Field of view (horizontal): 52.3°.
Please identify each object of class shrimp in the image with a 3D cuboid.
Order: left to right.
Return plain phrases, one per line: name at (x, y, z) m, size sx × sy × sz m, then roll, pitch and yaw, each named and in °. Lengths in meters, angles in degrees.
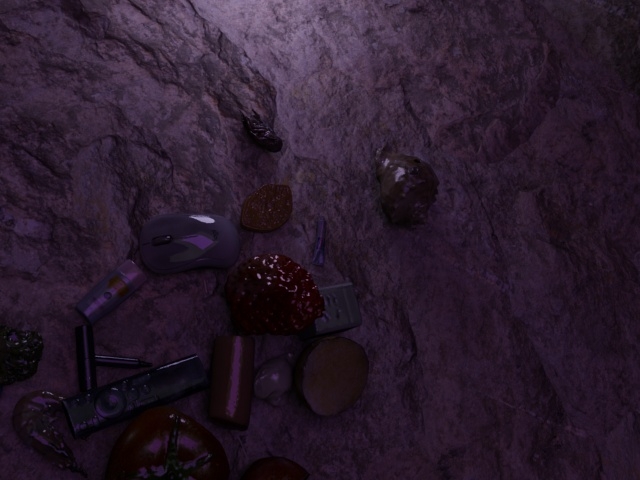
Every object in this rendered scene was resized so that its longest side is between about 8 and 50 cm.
shrimp at (-0.655, 0.480, 1.644) m, size 0.254 × 0.059 × 0.145 m, roll 39°, pitch 52°, yaw -4°
shrimp at (-0.201, -0.362, 2.127) m, size 0.190 × 0.075 × 0.073 m, roll 44°, pitch 93°, yaw 5°

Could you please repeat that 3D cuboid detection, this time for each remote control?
remote control at (-0.480, 0.406, 1.727) m, size 0.377 × 0.044 × 0.107 m, roll -15°, pitch 67°, yaw -36°

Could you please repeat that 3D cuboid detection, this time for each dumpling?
dumpling at (-0.126, 0.417, 1.897) m, size 0.169 × 0.099 × 0.134 m, roll -52°, pitch 132°, yaw -64°

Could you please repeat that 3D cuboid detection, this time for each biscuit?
biscuit at (-0.167, -0.100, 2.077) m, size 0.142 × 0.029 × 0.221 m, roll 46°, pitch 60°, yaw -4°

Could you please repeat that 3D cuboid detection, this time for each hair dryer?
hair dryer at (-0.555, 0.307, 1.755) m, size 0.194 × 0.050 × 0.173 m, roll -3°, pitch 76°, yaw -30°

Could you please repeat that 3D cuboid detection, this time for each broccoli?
broccoli at (-0.773, 0.284, 1.612) m, size 0.162 × 0.138 × 0.146 m, roll 2°, pitch 60°, yaw 5°

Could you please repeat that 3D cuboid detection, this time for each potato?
potato at (0.013, 0.399, 1.943) m, size 0.299 × 0.116 × 0.239 m, roll 14°, pitch 81°, yaw -45°

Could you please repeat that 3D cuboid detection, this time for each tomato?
tomato at (-0.383, 0.576, 1.636) m, size 0.303 × 0.239 × 0.304 m, roll 2°, pitch 82°, yaw -17°
tomato at (-0.145, 0.679, 1.772) m, size 0.155 × 0.181 × 0.214 m, roll 38°, pitch 52°, yaw 10°

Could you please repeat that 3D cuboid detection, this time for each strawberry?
strawberry at (-0.133, 0.143, 1.846) m, size 0.265 × 0.336 × 0.149 m, roll -38°, pitch 124°, yaw -26°

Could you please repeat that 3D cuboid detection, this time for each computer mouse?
computer mouse at (-0.370, 0.007, 1.896) m, size 0.296 × 0.121 × 0.184 m, roll 3°, pitch 73°, yaw -26°

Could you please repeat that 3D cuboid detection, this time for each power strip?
power strip at (-0.008, 0.221, 1.985) m, size 0.224 × 0.139 × 0.140 m, roll -8°, pitch 78°, yaw -27°

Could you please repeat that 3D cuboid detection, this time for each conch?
conch at (0.314, -0.200, 2.264) m, size 0.263 × 0.186 × 0.324 m, roll -5°, pitch 76°, yaw -45°

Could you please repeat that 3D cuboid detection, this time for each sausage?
sausage at (-0.248, 0.399, 1.821) m, size 0.123 × 0.123 × 0.253 m, roll 9°, pitch 69°, yaw -22°

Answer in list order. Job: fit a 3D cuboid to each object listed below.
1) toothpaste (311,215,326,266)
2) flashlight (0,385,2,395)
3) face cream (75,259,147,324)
toothpaste at (0.000, 0.000, 2.125) m, size 0.045 × 0.028 × 0.170 m, roll 16°, pitch 69°, yaw -28°
flashlight at (-0.848, 0.376, 1.592) m, size 0.129 × 0.051 × 0.051 m, roll -5°, pitch 76°, yaw -20°
face cream at (-0.574, 0.142, 1.789) m, size 0.084 × 0.057 × 0.198 m, roll 47°, pitch 61°, yaw -6°
